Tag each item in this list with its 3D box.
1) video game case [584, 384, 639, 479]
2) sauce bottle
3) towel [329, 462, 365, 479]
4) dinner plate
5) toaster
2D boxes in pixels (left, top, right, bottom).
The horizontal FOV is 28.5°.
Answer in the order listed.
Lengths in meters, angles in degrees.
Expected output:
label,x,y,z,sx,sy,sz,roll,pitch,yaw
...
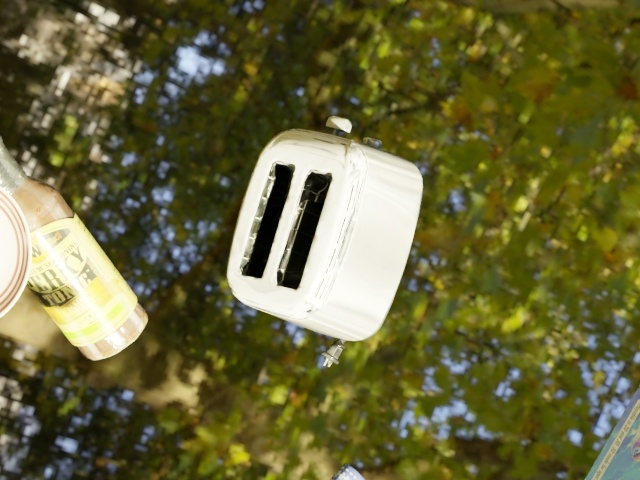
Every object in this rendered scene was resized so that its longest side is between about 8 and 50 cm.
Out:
label,x,y,z,sx,sy,sz,roll,pitch,yaw
video game case,0.295,0.247,0.958,0.244,0.061,0.269,51,-55,49
sauce bottle,-0.360,0.004,1.651,0.111,0.344,0.111,-27,-153,15
towel,0.029,0.437,1.475,0.040,0.243,0.336,-38,180,35
dinner plate,-0.322,0.010,1.153,0.141,0.141,0.017,-61,165,9
toaster,0.000,0.000,1.192,0.129,0.146,0.226,16,-93,31
